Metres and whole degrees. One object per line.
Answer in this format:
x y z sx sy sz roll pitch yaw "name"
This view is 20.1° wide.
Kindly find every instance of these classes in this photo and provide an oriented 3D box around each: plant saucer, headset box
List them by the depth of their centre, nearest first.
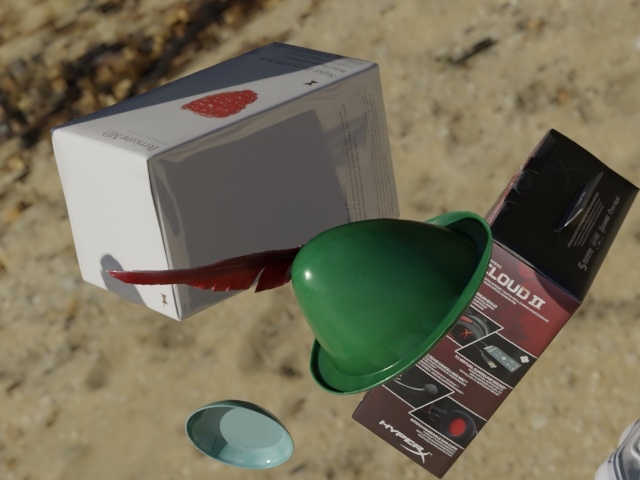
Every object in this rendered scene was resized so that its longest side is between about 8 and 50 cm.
0.172 0.049 1.692 0.293 0.110 0.218 -57 -3 37 "headset box"
-0.084 0.203 1.932 0.119 0.119 0.021 -18 42 35 "plant saucer"

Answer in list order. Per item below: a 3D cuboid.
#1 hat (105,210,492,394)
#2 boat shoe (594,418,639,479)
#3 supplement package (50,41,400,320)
0.000 0.000 1.354 0.173 0.183 0.208 -6 44 54 "hat"
0.270 0.176 1.414 0.076 0.083 0.226 -41 7 20 "boat shoe"
-0.092 -0.068 1.824 0.293 0.175 0.177 -26 28 -34 "supplement package"
